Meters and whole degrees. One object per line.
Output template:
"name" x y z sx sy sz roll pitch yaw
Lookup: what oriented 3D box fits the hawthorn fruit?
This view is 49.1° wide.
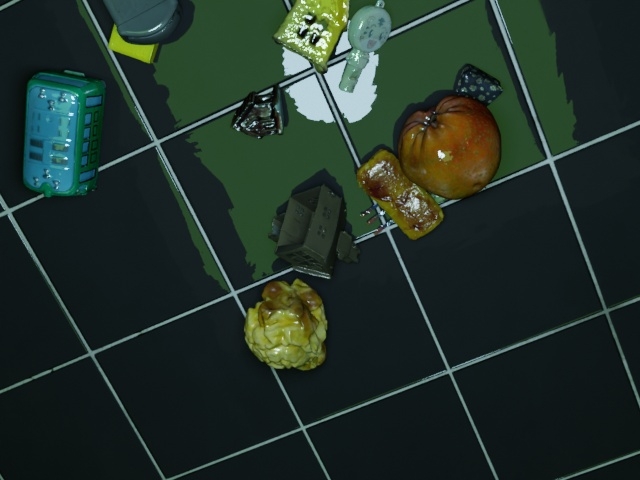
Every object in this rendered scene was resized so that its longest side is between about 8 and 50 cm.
"hawthorn fruit" 0.359 -0.224 1.865 0.277 0.277 0.298 -39 123 12

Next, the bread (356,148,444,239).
"bread" 0.220 -0.125 1.970 0.139 0.077 0.271 -40 104 11

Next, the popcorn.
"popcorn" -0.086 0.249 2.022 0.225 0.265 0.332 -9 146 22

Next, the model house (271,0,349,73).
"model house" 0.004 -0.570 1.808 0.175 0.193 0.234 34 101 -6

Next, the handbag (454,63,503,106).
"handbag" 0.414 -0.391 1.908 0.115 0.072 0.139 26 115 -11

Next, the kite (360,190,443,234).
"kite" 0.234 -0.114 2.019 0.245 0.015 0.141 -36 101 7

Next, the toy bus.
"toy bus" -0.702 -0.283 1.909 0.184 0.199 0.343 9 108 -2

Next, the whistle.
"whistle" 0.111 -0.519 1.870 0.126 0.067 0.258 -4 126 -41

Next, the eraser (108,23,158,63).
"eraser" -0.503 -0.547 1.904 0.122 0.045 0.097 19 104 -4

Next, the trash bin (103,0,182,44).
"trash bin" -0.475 -0.629 1.825 0.177 0.101 0.236 -29 91 -1

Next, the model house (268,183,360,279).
"model house" 0.000 0.000 1.990 0.243 0.211 0.204 32 151 -35

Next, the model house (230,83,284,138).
"model house" -0.174 -0.337 1.909 0.152 0.165 0.106 -10 122 6
